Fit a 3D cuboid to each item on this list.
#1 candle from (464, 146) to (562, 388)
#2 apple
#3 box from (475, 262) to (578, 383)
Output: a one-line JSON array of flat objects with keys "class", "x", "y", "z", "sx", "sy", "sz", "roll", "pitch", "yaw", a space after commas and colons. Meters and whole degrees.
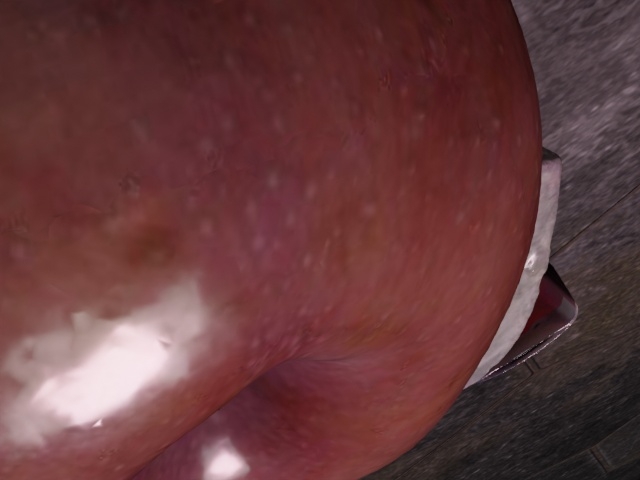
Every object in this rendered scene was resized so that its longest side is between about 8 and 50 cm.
[{"class": "candle", "x": 0.072, "y": 0.004, "z": 0.908, "sx": 0.168, "sy": 0.068, "sz": 0.192, "roll": -54, "pitch": 143, "yaw": 4}, {"class": "apple", "x": -0.083, "y": -0.024, "z": 0.451, "sx": 0.306, "sy": 0.235, "sz": 0.305, "roll": -25, "pitch": 158, "yaw": -11}, {"class": "box", "x": 0.111, "y": 0.043, "z": 1.119, "sx": 0.120, "sy": 0.069, "sz": 0.224, "roll": -33, "pitch": 158, "yaw": 9}]
